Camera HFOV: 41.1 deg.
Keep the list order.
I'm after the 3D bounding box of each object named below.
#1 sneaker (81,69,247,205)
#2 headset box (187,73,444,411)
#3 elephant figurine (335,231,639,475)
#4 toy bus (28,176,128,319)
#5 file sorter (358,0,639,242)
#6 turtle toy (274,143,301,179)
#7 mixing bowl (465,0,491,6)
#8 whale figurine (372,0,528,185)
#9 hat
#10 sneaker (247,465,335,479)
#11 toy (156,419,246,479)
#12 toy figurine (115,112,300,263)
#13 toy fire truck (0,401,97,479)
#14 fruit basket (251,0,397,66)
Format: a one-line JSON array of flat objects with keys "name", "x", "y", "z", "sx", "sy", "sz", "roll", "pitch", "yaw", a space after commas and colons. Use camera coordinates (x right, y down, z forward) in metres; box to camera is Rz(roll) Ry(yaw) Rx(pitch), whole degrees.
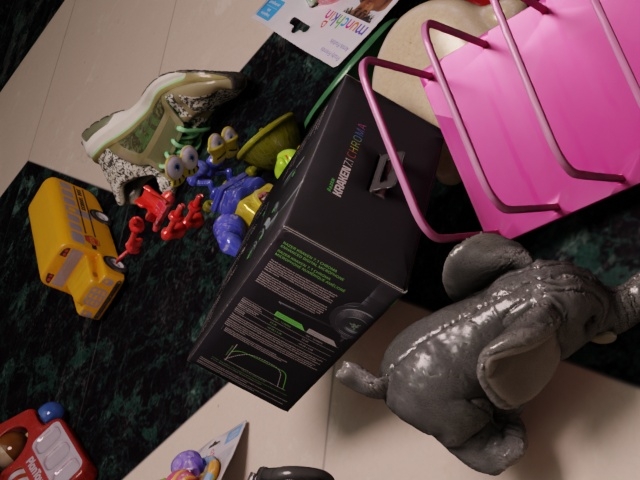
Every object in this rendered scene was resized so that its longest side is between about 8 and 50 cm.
[{"name": "sneaker", "x": -0.266, "y": -0.180, "z": 1.559, "sx": 0.410, "sy": 0.158, "sz": 0.182, "roll": -24, "pitch": 82, "yaw": 40}, {"name": "headset box", "x": 0.000, "y": 0.000, "z": 0.909, "sx": 0.283, "sy": 0.131, "sz": 0.246, "roll": -53, "pitch": 12, "yaw": 45}, {"name": "elephant figurine", "x": 0.172, "y": 0.074, "z": 0.758, "sx": 0.169, "sy": 0.186, "sz": 0.239, "roll": 44, "pitch": 121, "yaw": 18}, {"name": "toy bus", "x": -0.480, "y": 0.010, "z": 1.669, "sx": 0.108, "sy": 0.130, "sz": 0.333, "roll": -53, "pitch": 37, "yaw": 15}, {"name": "file sorter", "x": 0.211, "y": -0.136, "z": 0.754, "sx": 0.290, "sy": 0.182, "sz": 0.202, "roll": -27, "pitch": 79, "yaw": 31}, {"name": "turtle toy", "x": -0.016, "y": -0.073, "z": 1.077, "sx": 0.066, "sy": 0.130, "sz": 0.095, "roll": -32, "pitch": 54, "yaw": -4}, {"name": "mixing bowl", "x": 0.229, "y": -0.354, "z": 1.005, "sx": 0.181, "sy": 0.098, "sz": 0.181, "roll": 23, "pitch": 121, "yaw": 46}, {"name": "whale figurine", "x": 0.191, "y": -0.161, "z": 0.956, "sx": 0.272, "sy": 0.141, "sz": 0.216, "roll": 28, "pitch": 108, "yaw": 32}, {"name": "hat", "x": 0.096, "y": -0.146, "z": 1.096, "sx": 0.208, "sy": 0.183, "sz": 0.173, "roll": -49, "pitch": -1, "yaw": 23}, {"name": "sneaker", "x": -0.079, "y": 0.351, "z": 0.984, "sx": 0.295, "sy": 0.104, "sz": 0.147, "roll": -31, "pitch": 42, "yaw": 33}, {"name": "toy", "x": -0.186, "y": 0.329, "z": 1.086, "sx": 0.137, "sy": 0.056, "sz": 0.237, "roll": -37, "pitch": 21, "yaw": 34}, {"name": "toy figurine", "x": -0.083, "y": -0.026, "z": 1.202, "sx": 0.191, "sy": 0.217, "sz": 0.362, "roll": -57, "pitch": -10, "yaw": 33}, {"name": "toy fire truck", "x": -0.525, "y": 0.409, "z": 1.480, "sx": 0.254, "sy": 0.169, "sz": 0.302, "roll": -42, "pitch": 34, "yaw": -12}, {"name": "fruit basket", "x": 0.065, "y": -0.418, "z": 1.184, "sx": 0.353, "sy": 0.165, "sz": 0.327, "roll": -43, "pitch": 35, "yaw": 0}]
